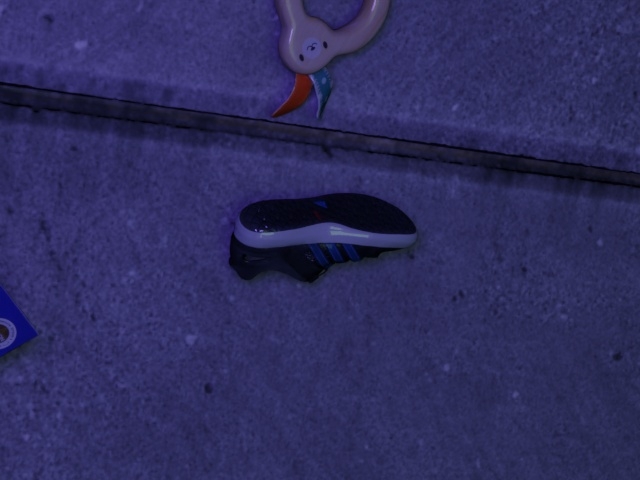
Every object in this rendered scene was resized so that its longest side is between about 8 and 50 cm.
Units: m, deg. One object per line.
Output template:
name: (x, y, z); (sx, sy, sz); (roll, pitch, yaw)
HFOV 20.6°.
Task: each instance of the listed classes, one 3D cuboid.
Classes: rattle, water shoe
rattle: (0.022, -0.205, 1.723); (0.130, 0.143, 0.199); (22, 88, -44)
water shoe: (0.000, 0.000, 1.814); (0.203, 0.073, 0.080); (1, 130, -23)

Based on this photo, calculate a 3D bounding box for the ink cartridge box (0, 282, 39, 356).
ink cartridge box: (-0.454, 0.135, 1.600); (0.371, 0.069, 0.175); (-32, 124, -1)
